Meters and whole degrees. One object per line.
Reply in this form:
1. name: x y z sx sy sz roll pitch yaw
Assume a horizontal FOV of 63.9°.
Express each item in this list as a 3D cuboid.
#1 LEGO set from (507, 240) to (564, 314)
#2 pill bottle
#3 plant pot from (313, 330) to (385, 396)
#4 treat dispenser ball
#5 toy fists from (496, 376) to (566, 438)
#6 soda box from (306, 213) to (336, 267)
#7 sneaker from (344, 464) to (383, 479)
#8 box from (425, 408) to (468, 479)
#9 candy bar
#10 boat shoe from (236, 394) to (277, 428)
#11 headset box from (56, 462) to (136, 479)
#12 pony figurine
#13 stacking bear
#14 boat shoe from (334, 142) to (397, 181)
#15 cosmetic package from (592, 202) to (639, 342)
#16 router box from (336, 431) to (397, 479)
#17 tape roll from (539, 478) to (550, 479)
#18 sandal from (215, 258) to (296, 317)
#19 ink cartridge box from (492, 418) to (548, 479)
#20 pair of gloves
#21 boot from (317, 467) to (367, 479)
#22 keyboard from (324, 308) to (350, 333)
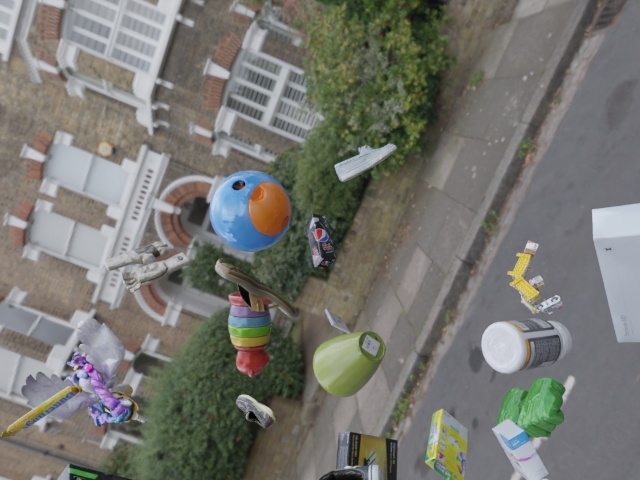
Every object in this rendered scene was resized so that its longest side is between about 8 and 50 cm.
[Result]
1. LEGO set: 0.709 0.141 1.729 0.132 0.107 0.287 -20 40 19
2. pill bottle: 0.668 0.332 1.651 0.162 0.278 0.162 -4 85 58
3. plant pot: 0.152 0.518 2.273 0.293 0.275 0.275 -49 19 49
4. treat dispenser ball: -0.247 -0.104 1.821 0.288 0.288 0.288 -159 90 -84
5. toy fists: 0.586 0.489 1.441 0.142 0.096 0.279 -54 -5 -28
6. soda box: 0.000 0.000 1.607 0.060 0.053 0.169 125 142 -46
7. sneaker: 0.127 0.738 1.526 0.321 0.127 0.126 73 -168 -50
8. box: 0.331 0.546 1.340 0.043 0.105 0.179 -43 11 35
9. candy bar: -0.526 0.322 0.973 0.161 0.018 0.040 -33 -22 -3
10. boat shoe: -0.183 0.461 1.384 0.049 0.152 0.056 -38 -60 -38
11. headset box: -0.429 0.614 1.040 0.131 0.246 0.283 -54 33 1
12. pony figurine: -0.725 0.457 1.656 0.303 0.351 0.363 -51 18 -23
13. stacking bear: -0.244 0.332 1.821 0.175 0.164 0.289 -174 83 -67
14. boat shoe: 0.154 -0.288 1.778 0.227 0.081 0.079 -29 -2 0
15. cosmetic package: 0.752 0.074 1.070 0.284 0.377 0.097 -9 43 31
16. router box: 0.175 0.905 1.951 0.081 0.243 0.309 -29 48 50
17. tape roll: 0.493 0.678 1.119 0.286 0.100 0.286 -57 -19 -33
18. sandal: -0.112 0.088 0.843 0.072 0.180 0.049 31 85 46
19. ink cartridge box: 0.483 0.510 1.245 0.052 0.122 0.088 -31 0 -6
20. pair of gloves: -0.530 0.073 1.571 0.204 0.240 0.042 -25 -58 -34
21. boot: 0.021 0.579 1.094 0.076 0.189 0.208 -112 6 -50
22. keyboard: 0.058 0.287 1.828 0.014 0.072 0.256 -57 6 0
